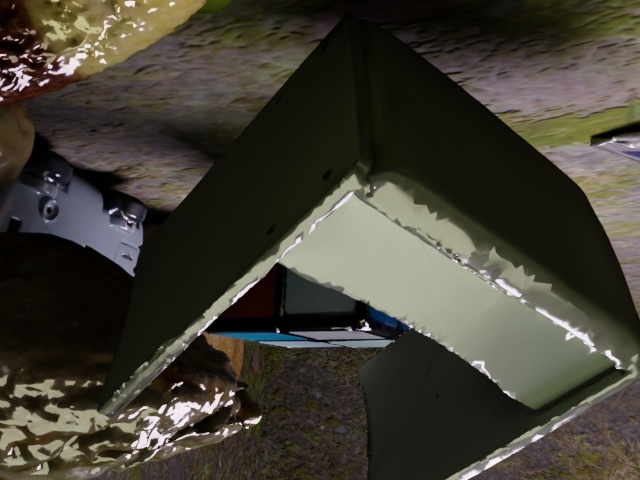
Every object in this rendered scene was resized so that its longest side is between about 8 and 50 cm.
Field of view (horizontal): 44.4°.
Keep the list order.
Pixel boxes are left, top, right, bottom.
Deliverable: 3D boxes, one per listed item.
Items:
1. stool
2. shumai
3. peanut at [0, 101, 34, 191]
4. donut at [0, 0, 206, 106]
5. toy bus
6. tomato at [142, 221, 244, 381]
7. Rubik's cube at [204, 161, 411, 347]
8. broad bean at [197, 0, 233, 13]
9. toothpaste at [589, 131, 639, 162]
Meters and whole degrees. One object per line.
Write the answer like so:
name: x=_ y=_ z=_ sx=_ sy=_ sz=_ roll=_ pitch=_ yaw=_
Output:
stool: x=0.033 y=0.038 z=0.543 sx=0.243 sy=0.170 sz=0.269 roll=32 pitch=124 yaw=-25
shumai: x=-0.234 y=0.160 z=0.660 sx=0.217 sy=0.283 sz=0.346 roll=39 pitch=175 yaw=28
peanut: x=-0.293 y=-0.080 z=0.575 sx=0.159 sy=0.109 sz=0.140 roll=11 pitch=151 yaw=-43
donut: x=-0.120 y=-0.112 z=0.316 sx=0.217 sy=0.085 sz=0.141 roll=-21 pitch=179 yaw=10
toy bus: x=-0.342 y=0.011 z=0.843 sx=0.232 sy=0.194 sz=0.287 roll=8 pitch=169 yaw=23
tomato: x=-0.230 y=0.098 z=1.096 sx=0.303 sy=0.239 sz=0.303 roll=15 pitch=174 yaw=2
Rubik's cube: x=0.000 y=0.015 z=0.806 sx=0.180 sy=0.183 sz=0.167 roll=-2 pitch=166 yaw=26
broad bean: x=-0.076 y=-0.144 z=0.408 sx=0.083 sy=0.045 sz=0.063 roll=5 pitch=168 yaw=24
toothpaste: x=0.360 y=-0.081 z=0.610 sx=0.099 sy=0.068 sz=0.282 roll=43 pitch=159 yaw=-25
